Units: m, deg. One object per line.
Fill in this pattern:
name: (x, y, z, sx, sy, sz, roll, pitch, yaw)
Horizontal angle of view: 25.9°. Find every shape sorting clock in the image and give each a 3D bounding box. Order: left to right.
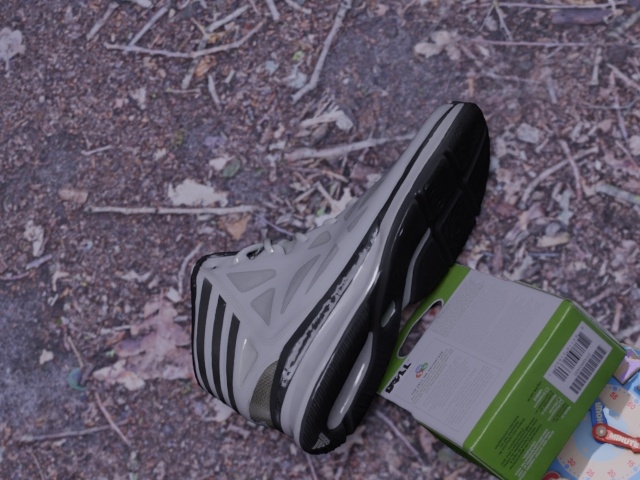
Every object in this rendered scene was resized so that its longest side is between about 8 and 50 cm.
shape sorting clock: (0.302, 0.208, 1.494, 0.206, 0.040, 0.206, -5, 69, 14)

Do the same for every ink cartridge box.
ink cartridge box: (0.181, 0.139, 1.517, 0.189, 0.097, 0.255, -54, 25, -7)

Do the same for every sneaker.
sneaker: (-0.001, 0.000, 1.588, 0.257, 0.169, 0.447, 21, 70, 30)

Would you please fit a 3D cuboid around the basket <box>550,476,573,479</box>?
basket: (0.260, 0.427, 1.260, 0.266, 0.331, 0.328, 34, 87, 25)
